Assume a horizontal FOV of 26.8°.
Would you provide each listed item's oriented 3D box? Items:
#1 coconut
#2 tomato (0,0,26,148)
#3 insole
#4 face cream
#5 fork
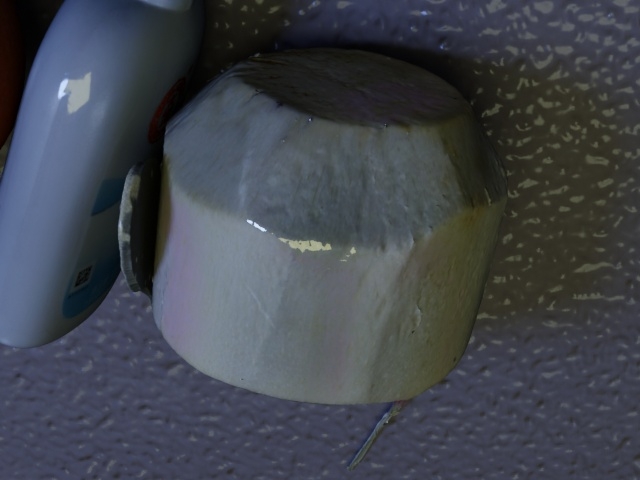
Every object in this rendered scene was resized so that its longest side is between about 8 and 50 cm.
[{"bbox_3d":[-0.002,0.001,0.848,0.241,0.241,0.241,3,123,4],"label":"coconut"},{"bbox_3d":[-0.306,-0.110,0.806,0.255,0.224,0.256,0,125,0],"label":"tomato"},{"bbox_3d":[-0.113,-0.001,0.873,0.011,0.081,0.248,8,167,0],"label":"insole"},{"bbox_3d":[-0.132,-0.092,0.838,0.080,0.163,0.337,28,122,5],"label":"face cream"},{"bbox_3d":[0.046,0.146,1.058,0.016,0.012,0.115,-3,134,-38],"label":"fork"}]
